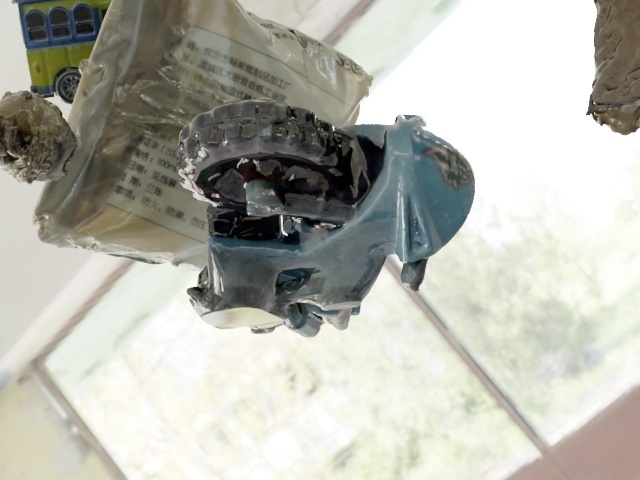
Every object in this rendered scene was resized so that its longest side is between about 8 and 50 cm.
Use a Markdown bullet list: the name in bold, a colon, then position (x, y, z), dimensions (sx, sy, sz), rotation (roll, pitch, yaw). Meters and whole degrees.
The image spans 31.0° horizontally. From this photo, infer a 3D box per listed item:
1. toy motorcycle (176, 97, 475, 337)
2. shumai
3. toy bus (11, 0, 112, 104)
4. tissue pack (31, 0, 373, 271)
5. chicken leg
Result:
- **toy motorcycle**: position (0.000, 0.000, 0.998), dimensions (0.232, 0.172, 0.416), rotation (1, -25, -3)
- **shumai**: position (0.315, -0.159, 0.866), dimensions (0.184, 0.185, 0.218), rotation (-11, 60, 46)
- **toy bus**: position (-0.305, -0.308, 1.738), dimensions (0.288, 0.175, 0.138), rotation (-10, 13, -11)
- **tissue pack**: position (-0.131, -0.126, 1.428), dimensions (0.376, 0.195, 0.390), rotation (24, -92, -40)
- **chicken leg**: position (-0.291, -0.098, 1.053), dimensions (0.085, 0.069, 0.198), rotation (-68, -16, 9)
